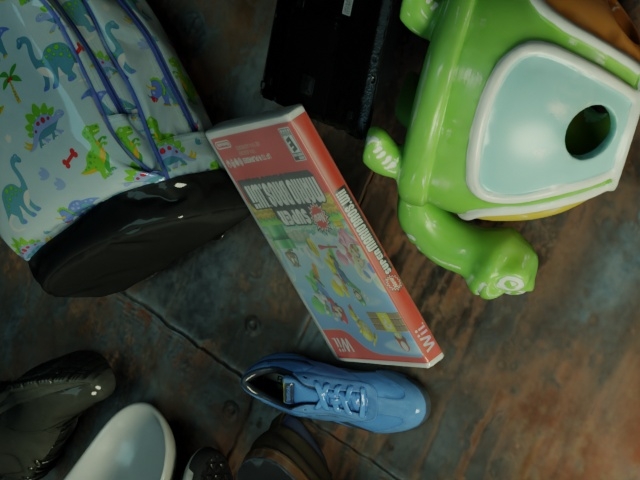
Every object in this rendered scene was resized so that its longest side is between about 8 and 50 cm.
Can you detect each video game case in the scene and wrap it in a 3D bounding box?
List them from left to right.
[{"bbox_3d":[0.000,0.000,1.674,0.285,0.025,0.204,60,157,-12],"label":"video game case"}]

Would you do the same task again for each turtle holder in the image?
[{"bbox_3d":[0.171,-0.108,1.540,0.227,0.243,0.320,16,89,7],"label":"turtle holder"}]

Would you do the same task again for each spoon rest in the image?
[{"bbox_3d":[-0.256,0.299,1.943,0.276,0.084,0.137,-50,45,28],"label":"spoon rest"}]

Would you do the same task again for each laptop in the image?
[{"bbox_3d":[0.033,-0.240,1.619,0.264,0.137,0.234,27,112,49],"label":"laptop"}]

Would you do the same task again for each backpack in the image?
[{"bbox_3d":[-0.271,-0.143,1.829,0.290,0.273,0.355,-25,70,39],"label":"backpack"}]

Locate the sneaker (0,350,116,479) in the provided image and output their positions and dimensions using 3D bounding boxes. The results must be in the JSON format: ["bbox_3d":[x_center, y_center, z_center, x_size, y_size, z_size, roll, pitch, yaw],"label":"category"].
[{"bbox_3d":[-0.336,0.217,1.995,0.286,0.109,0.130,-22,94,39],"label":"sneaker"}]

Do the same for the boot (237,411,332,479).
[{"bbox_3d":[0.005,0.283,1.802,0.082,0.106,0.219,-28,109,28],"label":"boot"}]

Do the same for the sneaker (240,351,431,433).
[{"bbox_3d":[0.012,0.166,1.770,0.209,0.082,0.069,10,100,29],"label":"sneaker"}]

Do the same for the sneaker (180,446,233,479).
[{"bbox_3d":[-0.166,0.340,1.901,0.097,0.084,0.234,16,105,31],"label":"sneaker"}]
